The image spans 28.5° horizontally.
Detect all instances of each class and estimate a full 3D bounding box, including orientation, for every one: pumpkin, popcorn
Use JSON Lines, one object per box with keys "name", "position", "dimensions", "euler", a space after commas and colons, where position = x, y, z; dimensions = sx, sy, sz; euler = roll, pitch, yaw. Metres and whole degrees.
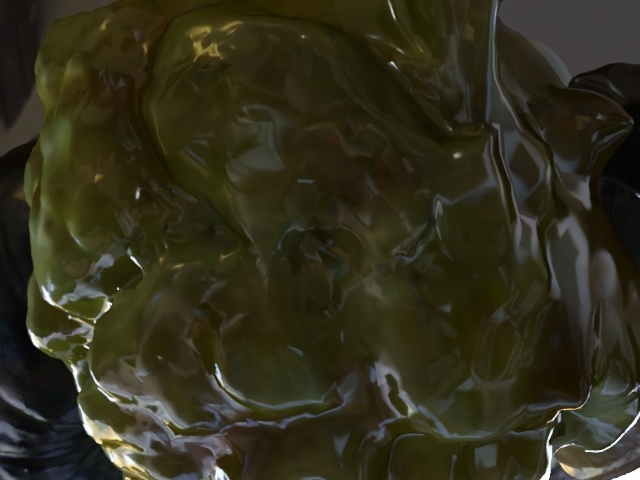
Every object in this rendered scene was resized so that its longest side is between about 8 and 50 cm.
{"name": "pumpkin", "position": [-0.153, 0.056, 0.948], "dimensions": [0.323, 0.241, 0.323], "euler": [-15, -36, -12]}
{"name": "popcorn", "position": [-0.004, -0.006, 0.570], "dimensions": [0.274, 0.279, 0.335], "euler": [-3, -43, 42]}

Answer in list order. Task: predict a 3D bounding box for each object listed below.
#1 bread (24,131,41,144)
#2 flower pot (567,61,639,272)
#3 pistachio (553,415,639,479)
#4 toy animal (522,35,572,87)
{"name": "bread", "position": [-0.193, -0.017, 1.249], "dimensions": [0.267, 0.267, 0.040], "euler": [-2, -31, -16]}
{"name": "flower pot", "position": [0.304, 0.003, 0.754], "dimensions": [0.283, 0.299, 0.299], "euler": [8, -47, -31]}
{"name": "pistachio", "position": [0.265, 0.094, 1.129], "dimensions": [0.163, 0.212, 0.260], "euler": [-12, -20, -37]}
{"name": "toy animal", "position": [0.175, -0.090, 1.085], "dimensions": [0.166, 0.179, 0.138], "euler": [-33, -5, -43]}
